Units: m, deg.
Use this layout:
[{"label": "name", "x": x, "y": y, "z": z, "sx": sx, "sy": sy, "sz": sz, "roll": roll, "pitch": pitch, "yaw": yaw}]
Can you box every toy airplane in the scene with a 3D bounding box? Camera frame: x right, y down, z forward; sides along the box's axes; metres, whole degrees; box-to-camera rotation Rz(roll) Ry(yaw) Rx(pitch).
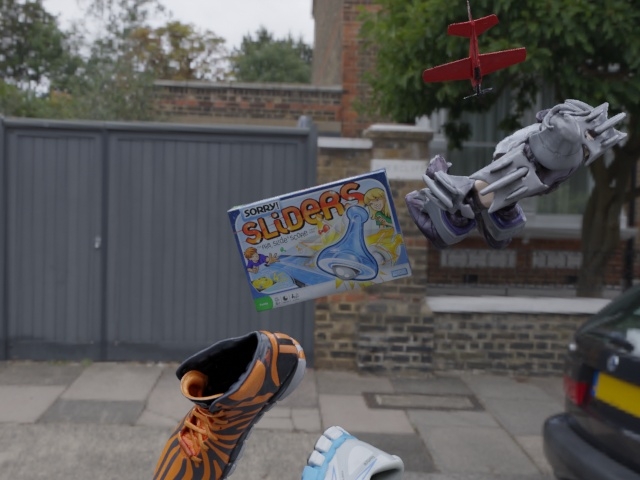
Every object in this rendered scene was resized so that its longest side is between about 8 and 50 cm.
[{"label": "toy airplane", "x": 0.217, "y": -0.261, "z": 1.016, "sx": 0.151, "sy": 0.151, "sz": 0.028, "roll": 2, "pitch": 45, "yaw": -6}]

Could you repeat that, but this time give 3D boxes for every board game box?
[{"label": "board game box", "x": 0.000, "y": 0.000, "z": 0.905, "sx": 0.201, "sy": 0.136, "sz": 0.035, "roll": -15, "pitch": 11, "yaw": 8}]

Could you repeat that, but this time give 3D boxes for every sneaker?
[{"label": "sneaker", "x": 0.010, "y": 0.226, "z": 0.548, "sx": 0.083, "sy": 0.071, "sz": 0.190, "roll": 10, "pitch": 43, "yaw": 24}, {"label": "sneaker", "x": -0.170, "y": 0.251, "z": 1.054, "sx": 0.125, "sy": 0.321, "sz": 0.180, "roll": 37, "pitch": 1, "yaw": 29}]

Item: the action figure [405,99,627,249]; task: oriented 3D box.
[{"label": "action figure", "x": 0.178, "y": -0.062, "z": 0.714, "sx": 0.185, "sy": 0.099, "sz": 0.285, "roll": -17, "pitch": -13, "yaw": -14}]
